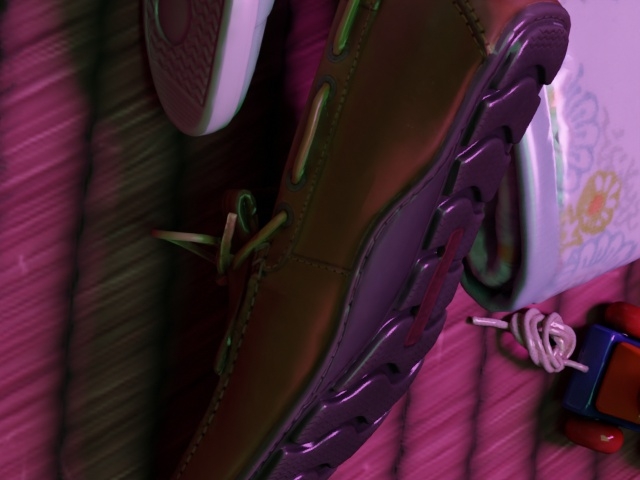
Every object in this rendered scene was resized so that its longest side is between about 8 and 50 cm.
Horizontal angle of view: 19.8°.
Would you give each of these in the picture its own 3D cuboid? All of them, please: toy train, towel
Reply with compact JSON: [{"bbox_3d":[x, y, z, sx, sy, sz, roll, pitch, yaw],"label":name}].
[{"bbox_3d":[0.231,0.105,1.240,0.248,0.143,0.105,19,91,-37],"label":"toy train"},{"bbox_3d":[0.202,-0.170,1.161,0.320,0.090,0.374,-18,113,-37],"label":"towel"}]

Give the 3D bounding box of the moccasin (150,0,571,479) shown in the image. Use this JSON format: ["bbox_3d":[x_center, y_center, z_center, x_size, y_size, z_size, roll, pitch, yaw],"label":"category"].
[{"bbox_3d":[-0.002,0.001,1.051,0.139,0.147,0.380,-17,135,-55],"label":"moccasin"}]

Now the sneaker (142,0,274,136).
[{"bbox_3d":[-0.009,-0.180,1.028,0.151,0.094,0.256,2,103,-38],"label":"sneaker"}]
